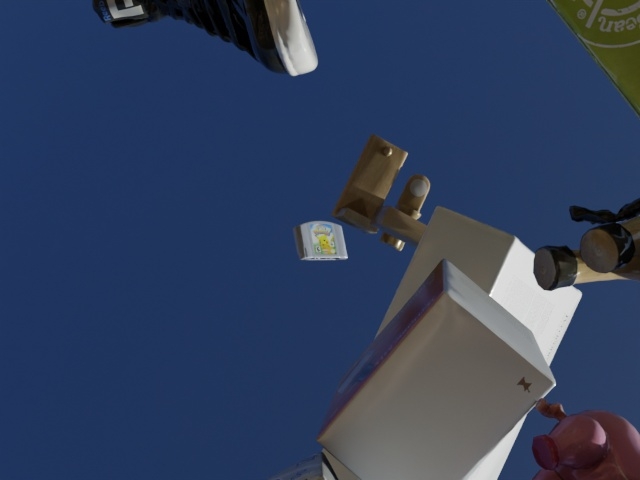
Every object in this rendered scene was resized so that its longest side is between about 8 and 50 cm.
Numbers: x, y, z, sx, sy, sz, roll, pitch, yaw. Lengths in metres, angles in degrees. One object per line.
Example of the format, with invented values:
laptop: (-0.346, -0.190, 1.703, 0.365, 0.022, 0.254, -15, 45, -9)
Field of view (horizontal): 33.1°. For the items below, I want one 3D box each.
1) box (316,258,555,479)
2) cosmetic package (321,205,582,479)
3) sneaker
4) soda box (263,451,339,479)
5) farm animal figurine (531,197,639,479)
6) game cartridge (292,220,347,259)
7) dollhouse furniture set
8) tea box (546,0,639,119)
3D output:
box: (0.078, 0.097, 0.742, 0.091, 0.170, 0.130, 40, -82, 1)
cosmetic package: (0.125, 0.181, 1.114, 0.097, 0.284, 0.377, 24, -92, 31)
sneaker: (-0.079, -0.147, 0.660, 0.121, 0.079, 0.217, -20, -141, 0)
soda box: (0.030, 0.275, 0.630, 0.091, 0.098, 0.286, -28, -93, -2)
farm animal figurine: (0.233, 0.133, 0.384, 0.172, 0.327, 0.330, -10, -84, -26)
game cartridge: (0.000, 0.000, 1.510, 0.017, 0.083, 0.056, -31, -113, 47)
dollhouse furniture set: (0.119, -0.056, 1.376, 0.144, 0.151, 0.123, 27, -96, -12)
tea box: (0.319, -0.242, 0.693, 0.329, 0.220, 0.323, -45, -113, 30)
